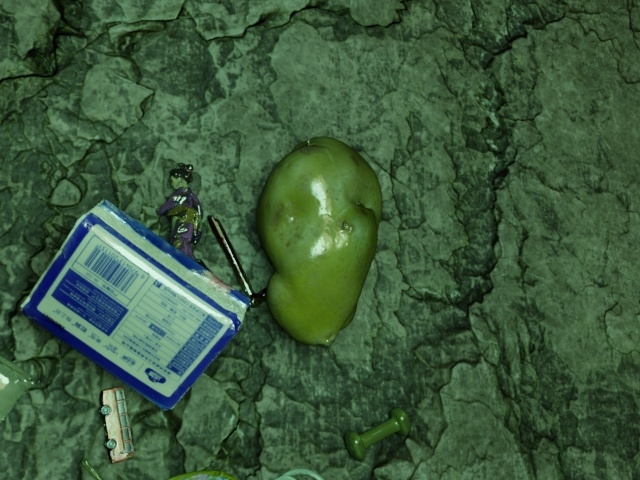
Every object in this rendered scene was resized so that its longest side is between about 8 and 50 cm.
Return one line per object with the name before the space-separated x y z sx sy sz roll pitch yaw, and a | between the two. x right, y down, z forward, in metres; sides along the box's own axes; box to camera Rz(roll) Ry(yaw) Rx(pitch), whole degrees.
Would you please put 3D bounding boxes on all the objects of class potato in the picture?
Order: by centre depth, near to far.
potato | -0.004 0.000 1.108 0.202 0.218 0.351 -5 81 19

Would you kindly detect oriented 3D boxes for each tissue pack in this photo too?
tissue pack | -0.265 0.093 0.987 0.269 0.209 0.137 36 24 -8

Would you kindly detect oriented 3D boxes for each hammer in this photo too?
hammer | -0.144 0.033 1.145 0.065 0.021 0.178 -27 85 -24

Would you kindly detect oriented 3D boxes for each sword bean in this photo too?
sword bean | -0.327 0.358 1.004 0.083 0.012 0.012 46 67 -6

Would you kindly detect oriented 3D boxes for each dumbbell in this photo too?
dumbbell | 0.098 0.331 1.149 0.117 0.046 0.052 -20 90 -24

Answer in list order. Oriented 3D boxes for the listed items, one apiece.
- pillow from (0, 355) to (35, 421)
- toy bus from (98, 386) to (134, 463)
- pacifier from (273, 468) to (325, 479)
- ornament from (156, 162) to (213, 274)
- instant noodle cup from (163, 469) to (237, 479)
pillow | -0.512 0.198 0.938 0.181 0.078 0.134 37 71 -12
toy bus | -0.310 0.279 1.018 0.043 0.031 0.110 -7 80 -28
pacifier | -0.016 0.412 1.054 0.150 0.117 0.127 18 46 -12
ornament | -0.235 -0.032 1.103 0.081 0.088 0.203 -12 68 1
instant noodle cup | -0.201 0.499 0.870 0.325 0.325 0.254 -27 97 -24
